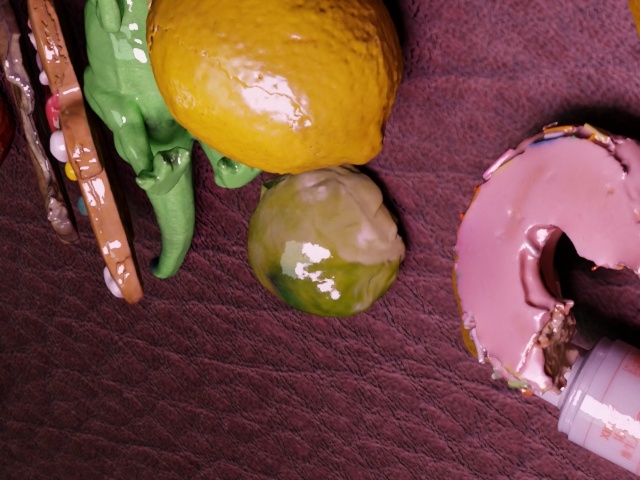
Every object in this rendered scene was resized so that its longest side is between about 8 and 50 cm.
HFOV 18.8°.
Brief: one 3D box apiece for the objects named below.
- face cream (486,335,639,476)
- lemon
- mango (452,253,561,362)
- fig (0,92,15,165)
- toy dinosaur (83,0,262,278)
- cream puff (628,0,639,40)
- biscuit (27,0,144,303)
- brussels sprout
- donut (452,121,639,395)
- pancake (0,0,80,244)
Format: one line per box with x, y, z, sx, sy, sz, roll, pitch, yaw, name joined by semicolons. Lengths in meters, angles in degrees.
0.256;0.139;1.682;0.251;0.101;0.101;27;138;14;face cream
-0.042;-0.167;1.684;0.260;0.204;0.204;42;143;7;lemon
0.166;0.052;1.759;0.103;0.076;0.161;29;142;19;mango
-0.435;-0.159;2.190;0.146;0.133;0.201;-52;56;25;fig
-0.212;-0.176;1.947;0.374;0.144;0.500;63;157;9;toy dinosaur
0.317;-0.152;1.322;0.244;0.196;0.244;28;137;30;cream puff
-0.249;-0.112;1.969;0.216;0.047;0.340;-110;4;-55;biscuit
-0.005;0.002;1.853;0.151;0.122;0.149;-3;121;49;brussels sprout
0.212;0.007;1.609;0.233;0.085;0.199;-36;67;31;donut
-0.302;-0.133;2.008;0.288;0.033;0.286;89;164;-66;pancake
